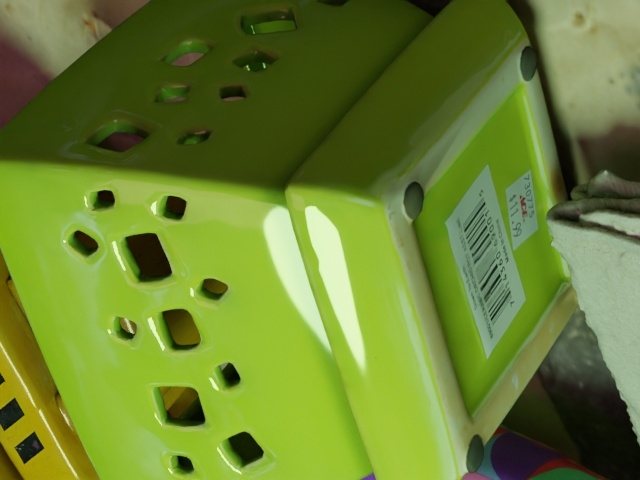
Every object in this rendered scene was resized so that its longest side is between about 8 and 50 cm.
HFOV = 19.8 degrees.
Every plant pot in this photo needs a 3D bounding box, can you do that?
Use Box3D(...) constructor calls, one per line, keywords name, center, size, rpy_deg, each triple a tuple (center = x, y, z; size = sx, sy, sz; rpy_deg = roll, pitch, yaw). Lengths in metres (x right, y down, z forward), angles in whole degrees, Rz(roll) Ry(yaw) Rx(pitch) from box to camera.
Box3D(name="plant pot", center=(0.000, 0.000, 0.925), size=(0.207, 0.227, 0.228), rpy_deg=(5, 126, 33))

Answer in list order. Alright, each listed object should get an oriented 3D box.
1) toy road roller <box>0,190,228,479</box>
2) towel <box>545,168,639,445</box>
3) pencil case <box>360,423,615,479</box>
Box3D(name="toy road roller", center=(-0.142, 0.085, 1.151), size=(0.240, 0.202, 0.329), rpy_deg=(-13, 113, 36))
Box3D(name="towel", center=(0.230, 0.089, 0.907), size=(0.187, 0.049, 0.282), rpy_deg=(11, 136, 46))
Box3D(name="pencil case", center=(0.088, 0.150, 1.037), size=(0.236, 0.104, 0.104), rpy_deg=(22, 138, 46))
